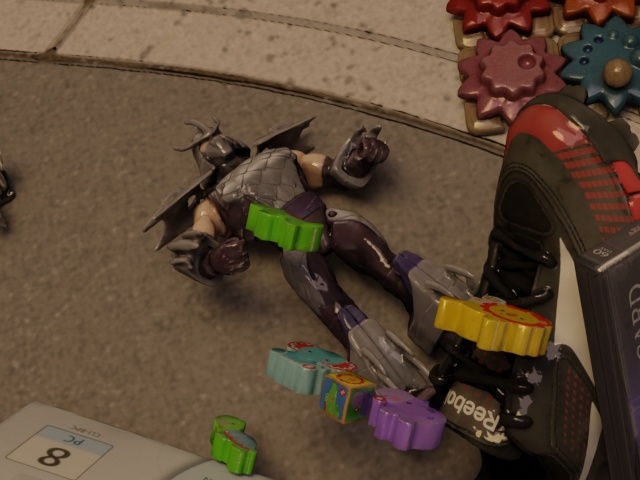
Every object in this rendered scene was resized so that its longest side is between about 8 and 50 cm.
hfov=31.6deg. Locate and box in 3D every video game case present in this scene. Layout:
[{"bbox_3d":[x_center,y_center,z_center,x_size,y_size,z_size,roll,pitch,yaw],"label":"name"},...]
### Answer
[{"bbox_3d":[0.270,0.032,0.666,0.274,0.196,0.026,-28,31,-20],"label":"video game case"}]

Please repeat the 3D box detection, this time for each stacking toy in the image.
[{"bbox_3d":[0.021,0.087,0.664,0.221,0.052,0.167,25,107,42],"label":"stacking toy"}]

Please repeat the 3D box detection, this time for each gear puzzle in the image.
[{"bbox_3d":[0.183,-0.245,0.917,0.175,0.044,0.339,-6,64,5],"label":"gear puzzle"}]

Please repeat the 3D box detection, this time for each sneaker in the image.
[{"bbox_3d":[0.129,0.053,0.658,0.135,0.276,0.097,-20,26,-26],"label":"sneaker"}]

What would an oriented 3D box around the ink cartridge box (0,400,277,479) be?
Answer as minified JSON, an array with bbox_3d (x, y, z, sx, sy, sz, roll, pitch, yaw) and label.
[{"bbox_3d":[-0.120,0.231,0.572,0.308,0.385,0.091,16,109,15],"label":"ink cartridge box"}]

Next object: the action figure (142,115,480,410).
[{"bbox_3d":[0.000,0.000,0.793,0.185,0.099,0.285,-40,68,-19],"label":"action figure"}]

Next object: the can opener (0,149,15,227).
[{"bbox_3d":[-0.319,-0.116,0.911,0.093,0.074,0.280,-25,63,-3],"label":"can opener"}]
